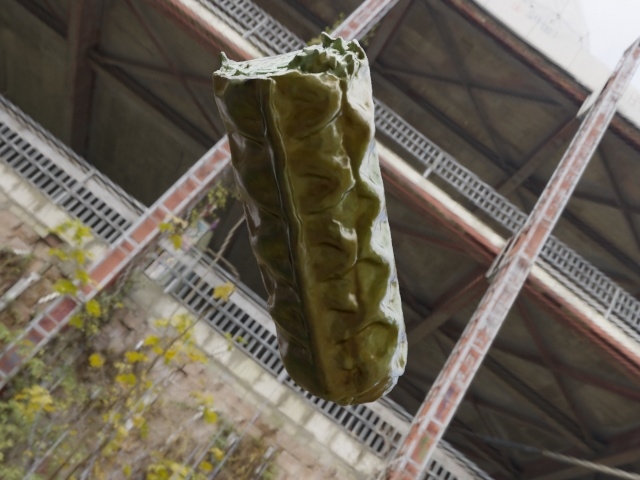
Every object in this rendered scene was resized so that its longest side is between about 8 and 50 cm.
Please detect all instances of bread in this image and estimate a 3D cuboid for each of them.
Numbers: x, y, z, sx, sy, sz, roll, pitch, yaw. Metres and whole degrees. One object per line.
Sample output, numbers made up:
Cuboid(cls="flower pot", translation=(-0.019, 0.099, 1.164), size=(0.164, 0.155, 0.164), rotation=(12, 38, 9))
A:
Cuboid(cls="bread", translation=(0.001, 0.000, 0.491), size=(0.098, 0.087, 0.269), rotation=(-11, -64, 0))
